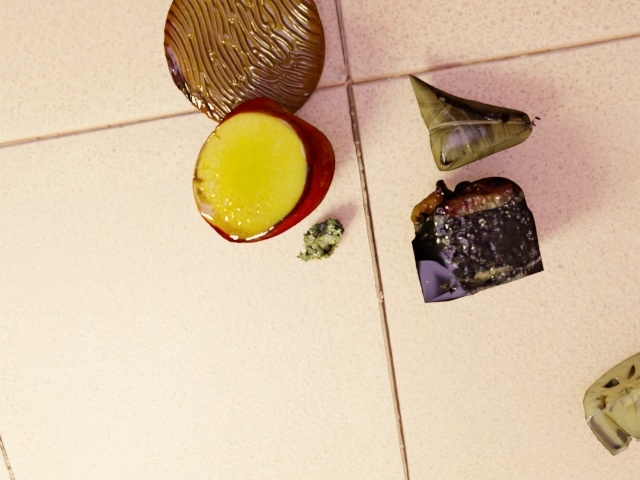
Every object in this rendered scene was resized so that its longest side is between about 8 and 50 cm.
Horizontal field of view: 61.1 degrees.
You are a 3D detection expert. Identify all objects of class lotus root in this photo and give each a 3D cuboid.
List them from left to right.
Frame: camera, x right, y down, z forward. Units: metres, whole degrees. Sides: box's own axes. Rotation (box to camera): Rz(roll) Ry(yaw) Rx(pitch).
[{"bbox_3d":[0.667,0.331,1.139,0.235,0.138,0.119,-42,92,13],"label":"lotus root"}]

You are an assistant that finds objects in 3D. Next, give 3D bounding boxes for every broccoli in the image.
[{"bbox_3d":[0.000,0.000,1.139,0.097,0.092,0.095,1,91,23],"label":"broccoli"}]

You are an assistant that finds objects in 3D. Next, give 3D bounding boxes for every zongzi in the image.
[{"bbox_3d":[0.295,-0.259,1.054,0.205,0.094,0.204,-20,93,6],"label":"zongzi"}]

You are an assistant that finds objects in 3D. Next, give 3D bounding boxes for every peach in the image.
[{"bbox_3d":[-0.103,-0.117,1.044,0.274,0.245,0.248,-50,55,9],"label":"peach"}]

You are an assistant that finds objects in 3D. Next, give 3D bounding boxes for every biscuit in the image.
[{"bbox_3d":[-0.147,-0.375,1.056,0.319,0.040,0.317,0,115,0],"label":"biscuit"}]

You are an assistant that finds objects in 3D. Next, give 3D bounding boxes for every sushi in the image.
[{"bbox_3d":[0.286,-0.018,1.044,0.227,0.215,0.212,-12,102,8],"label":"sushi"}]
